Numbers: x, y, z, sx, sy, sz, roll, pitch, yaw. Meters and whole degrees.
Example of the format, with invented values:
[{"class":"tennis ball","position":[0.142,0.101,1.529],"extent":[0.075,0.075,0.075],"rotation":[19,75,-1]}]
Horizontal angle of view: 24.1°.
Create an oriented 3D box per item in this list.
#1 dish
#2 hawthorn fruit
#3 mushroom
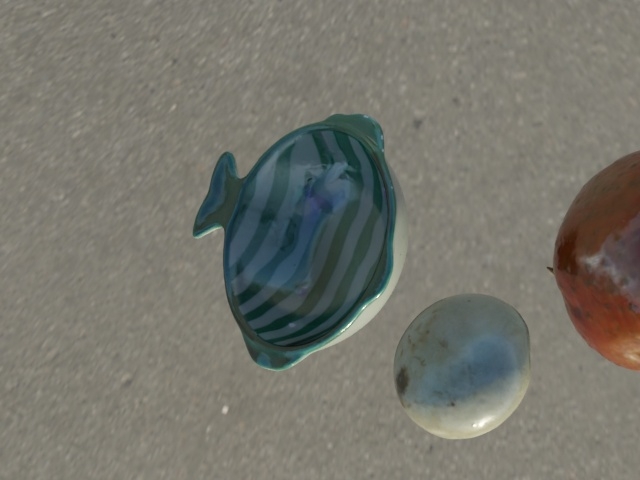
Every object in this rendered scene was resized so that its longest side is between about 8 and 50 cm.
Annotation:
[{"class":"dish","position":[0.000,0.000,1.263],"extent":[0.078,0.246,0.224],"rotation":[17,97,-44]},{"class":"hawthorn fruit","position":[0.253,0.019,1.127],"extent":[0.200,0.179,0.179],"rotation":[-10,111,38]},{"class":"mushroom","position":[0.086,0.076,0.846],"extent":[0.085,0.085,0.079],"rotation":[-28,139,14]}]
